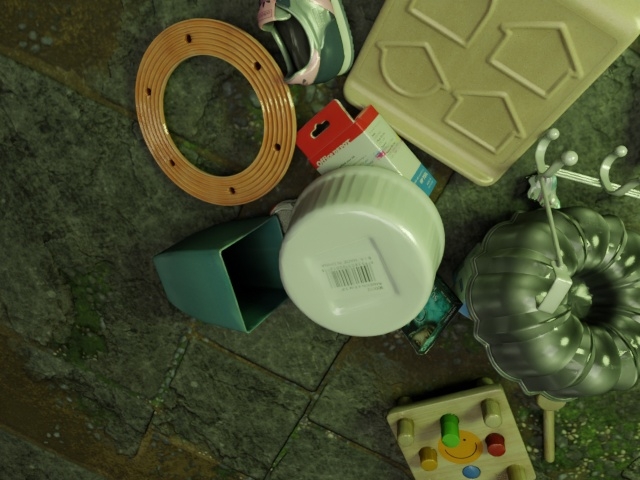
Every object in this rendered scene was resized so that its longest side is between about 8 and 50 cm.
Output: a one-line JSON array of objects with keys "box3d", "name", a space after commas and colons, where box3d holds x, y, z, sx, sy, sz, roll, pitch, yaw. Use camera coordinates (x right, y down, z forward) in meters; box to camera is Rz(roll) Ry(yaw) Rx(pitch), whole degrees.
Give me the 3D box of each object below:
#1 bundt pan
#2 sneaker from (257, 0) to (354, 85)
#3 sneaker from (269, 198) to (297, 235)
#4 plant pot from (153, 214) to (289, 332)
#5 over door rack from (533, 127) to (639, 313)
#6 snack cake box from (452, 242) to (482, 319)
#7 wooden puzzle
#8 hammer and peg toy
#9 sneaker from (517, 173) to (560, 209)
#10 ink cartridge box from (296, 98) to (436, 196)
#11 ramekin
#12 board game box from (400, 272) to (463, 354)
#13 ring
[{"box3d": [0.408, 0.093, 0.806, 0.331, 0.124, 0.330, 2, 80, -12], "name": "bundt pan"}, {"box3d": [-0.055, -0.400, 0.797, 0.112, 0.131, 0.319, -5, 115, 52], "name": "sneaker"}, {"box3d": [0.000, 0.000, 0.987, 0.225, 0.092, 0.088, 33, 115, -3], "name": "sneaker"}, {"box3d": [-0.201, 0.057, 0.995, 0.234, 0.165, 0.165, 0, 114, 34], "name": "plant pot"}, {"box3d": [0.432, -0.026, 0.705, 0.240, 0.324, 0.108, 16, 141, 3], "name": "over door rack"}, {"box3d": [0.380, 0.132, 0.942, 0.264, 0.152, 0.089, 33, 114, -4], "name": "snack cake box"}, {"box3d": [0.242, -0.292, 0.795, 0.322, 0.080, 0.347, 32, 135, -1], "name": "wooden puzzle"}, {"box3d": [0.353, 0.428, 1.081, 0.362, 0.127, 0.265, -19, 108, 17], "name": "hammer and peg toy"}, {"box3d": [0.393, -0.075, 0.920, 0.069, 0.038, 0.098, -10, 106, 19], "name": "sneaker"}, {"box3d": [0.076, -0.141, 0.900, 0.231, 0.078, 0.134, 48, 135, -11], "name": "ink cartridge box"}, {"box3d": [0.064, 0.027, 0.849, 0.277, 0.135, 0.277, 6, 119, 11], "name": "ramekin"}, {"box3d": [0.176, 0.103, 0.957, 0.026, 0.186, 0.126, 13, 119, -32], "name": "board game box"}, {"box3d": [-0.194, -0.225, 0.932, 0.337, 0.032, 0.336, 10, 117, 21], "name": "ring"}]
